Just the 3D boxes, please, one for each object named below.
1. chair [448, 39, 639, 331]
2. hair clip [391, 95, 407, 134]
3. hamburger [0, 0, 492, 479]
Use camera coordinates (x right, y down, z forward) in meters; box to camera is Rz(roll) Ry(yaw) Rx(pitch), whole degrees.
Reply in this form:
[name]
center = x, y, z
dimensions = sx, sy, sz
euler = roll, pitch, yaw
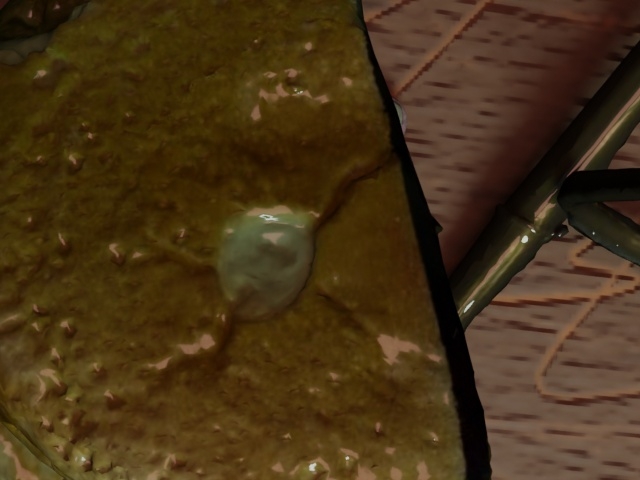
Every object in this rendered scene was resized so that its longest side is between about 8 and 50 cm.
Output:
[chair]
center = 0.306, -0.050, 0.659
dimensions = 0.362, 0.365, 0.410
euler = 27, 85, -12
[hair clip]
center = 0.000, 0.000, 0.764
dimensions = 0.054, 0.022, 0.137
euler = 12, 87, -13
[hamburger]
center = -0.060, 0.011, 0.641
dimensions = 0.192, 0.167, 0.288
euler = -11, 67, -4
